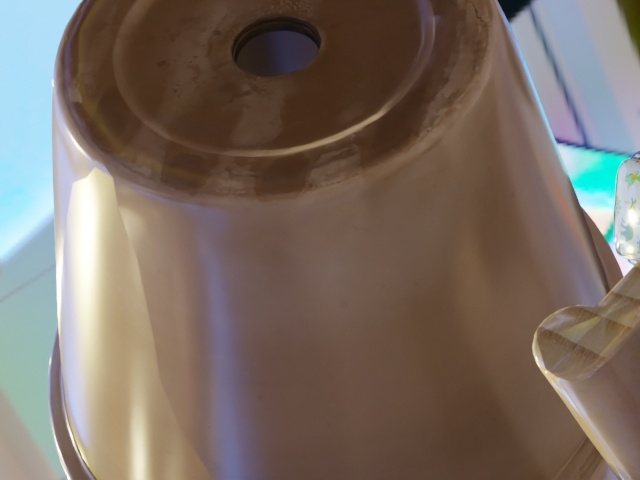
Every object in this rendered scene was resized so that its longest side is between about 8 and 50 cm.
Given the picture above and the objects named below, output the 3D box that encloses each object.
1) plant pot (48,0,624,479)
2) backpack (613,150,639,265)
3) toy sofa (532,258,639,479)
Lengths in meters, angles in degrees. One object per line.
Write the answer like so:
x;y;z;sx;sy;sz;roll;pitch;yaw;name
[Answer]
0.000;0.000;0.685;0.280;0.323;0.323;80;-155;-50;plant pot
0.292;-0.020;1.112;0.084;0.114;0.105;-2;-82;-34;backpack
0.224;0.138;0.408;0.177;0.362;0.150;-47;-36;-5;toy sofa
